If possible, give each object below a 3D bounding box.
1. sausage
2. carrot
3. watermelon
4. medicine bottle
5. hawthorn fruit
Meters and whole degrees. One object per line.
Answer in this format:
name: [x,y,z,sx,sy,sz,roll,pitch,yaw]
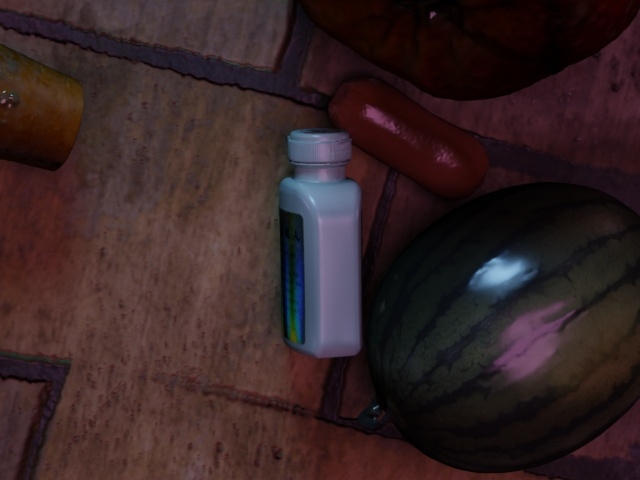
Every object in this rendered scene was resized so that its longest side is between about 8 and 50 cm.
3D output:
sausage: [0.095,-0.108,1.938,0.194,0.077,0.077,31,90,-21]
carrot: [-0.383,-0.157,1.760,0.301,0.138,0.139,12,96,-25]
watermelon: [0.198,0.096,1.897,0.359,0.279,0.279,-33,107,-12]
medicine bottle: [0.000,0.000,1.901,0.083,0.121,0.229,-4,100,-15]
hawthorn fruit: [0.159,-0.355,1.768,0.402,0.403,0.403,-3,100,-16]
